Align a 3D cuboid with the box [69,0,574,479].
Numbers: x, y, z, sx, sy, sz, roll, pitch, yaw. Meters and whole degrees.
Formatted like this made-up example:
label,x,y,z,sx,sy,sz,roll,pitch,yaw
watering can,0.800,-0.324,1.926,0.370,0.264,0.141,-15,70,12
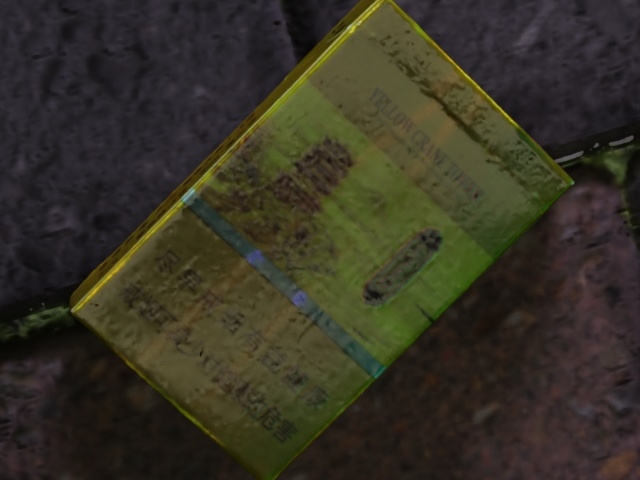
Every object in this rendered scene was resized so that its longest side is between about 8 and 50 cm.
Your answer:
label,x,y,z,sx,sy,sz,roll,pitch,yaw
box,0.000,0.000,0.851,0.193,0.030,0.121,-45,106,5
